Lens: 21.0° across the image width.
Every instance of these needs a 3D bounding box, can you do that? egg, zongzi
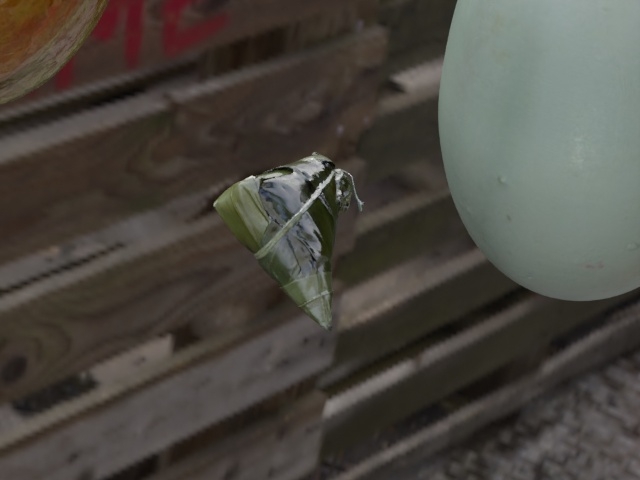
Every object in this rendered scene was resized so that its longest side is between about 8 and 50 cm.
[{"bbox_3d":[0.205,-0.123,1.293,0.229,0.371,0.230,2,33,-1],"label":"egg"},{"bbox_3d":[0.000,0.000,1.168,0.109,0.055,0.119,-24,73,-50],"label":"zongzi"}]

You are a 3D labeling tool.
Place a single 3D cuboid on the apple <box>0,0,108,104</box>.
[{"bbox_3d":[-0.308,-0.235,1.357,0.301,0.302,0.301,10,37,-8],"label":"apple"}]
